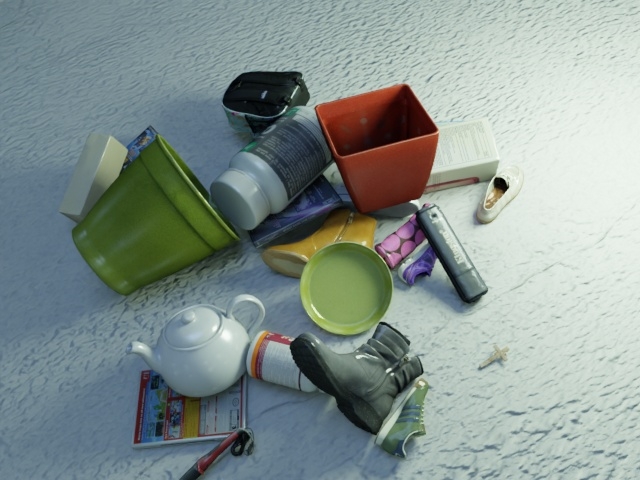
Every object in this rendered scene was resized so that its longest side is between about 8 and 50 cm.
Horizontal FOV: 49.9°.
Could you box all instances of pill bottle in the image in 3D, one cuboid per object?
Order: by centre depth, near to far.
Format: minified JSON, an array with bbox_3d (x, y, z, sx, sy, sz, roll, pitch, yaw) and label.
[{"bbox_3d":[-0.059,0.302,1.683,0.221,0.121,0.121,11,58,18],"label":"pill bottle"},{"bbox_3d":[-0.128,-0.205,1.950,0.204,0.204,0.361,28,57,27],"label":"pill bottle"}]

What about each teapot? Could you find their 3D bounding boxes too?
[{"bbox_3d":[-0.295,0.245,1.701,0.253,0.187,0.256,7,41,22],"label":"teapot"}]

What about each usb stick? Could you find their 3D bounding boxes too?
[{"bbox_3d":[0.339,0.033,1.789,0.077,0.045,0.278,-26,77,-9],"label":"usb stick"}]

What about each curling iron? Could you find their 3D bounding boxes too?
[{"bbox_3d":[-0.266,0.533,1.600,0.274,0.035,0.068,-35,90,-10],"label":"curling iron"}]

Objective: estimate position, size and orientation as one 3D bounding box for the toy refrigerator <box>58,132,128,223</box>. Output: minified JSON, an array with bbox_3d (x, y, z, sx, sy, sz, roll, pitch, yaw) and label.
[{"bbox_3d":[-0.702,-0.188,2.124,0.094,0.102,0.269,9,73,21],"label":"toy refrigerator"}]

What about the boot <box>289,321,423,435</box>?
[{"bbox_3d":[0.087,0.266,1.581,0.118,0.338,0.222,11,55,51],"label":"boot"}]

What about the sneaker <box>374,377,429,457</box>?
[{"bbox_3d":[0.212,0.417,1.591,0.086,0.064,0.192,34,66,20],"label":"sneaker"}]

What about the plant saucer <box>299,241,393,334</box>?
[{"bbox_3d":[0.067,0.124,1.786,0.241,0.037,0.240,0,84,3],"label":"plant saucer"}]

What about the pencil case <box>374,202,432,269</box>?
[{"bbox_3d":[0.238,-0.009,1.871,0.209,0.098,0.095,-37,101,-16],"label":"pencil case"}]

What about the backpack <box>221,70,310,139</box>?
[{"bbox_3d":[-0.177,-0.431,2.186,0.254,0.191,0.225,12,58,19],"label":"backpack"}]

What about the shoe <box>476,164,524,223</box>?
[{"bbox_3d":[0.509,-0.140,1.930,0.077,0.058,0.219,26,63,26],"label":"shoe"}]

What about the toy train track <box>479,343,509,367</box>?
[{"bbox_3d":[0.423,0.285,1.672,0.083,0.014,0.048,-32,62,-5],"label":"toy train track"}]

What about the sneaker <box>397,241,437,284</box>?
[{"bbox_3d":[0.286,0.057,1.841,0.170,0.068,0.071,-40,72,-8],"label":"sneaker"}]

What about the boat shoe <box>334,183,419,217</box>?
[{"bbox_3d":[0.157,-0.127,1.966,0.258,0.095,0.084,6,60,13],"label":"boat shoe"}]

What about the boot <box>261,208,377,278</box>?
[{"bbox_3d":[0.001,-0.001,1.912,0.295,0.104,0.211,7,51,10],"label":"boot"}]

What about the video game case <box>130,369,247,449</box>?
[{"bbox_3d":[-0.324,0.407,1.718,0.285,0.025,0.204,-7,54,5],"label":"video game case"}]

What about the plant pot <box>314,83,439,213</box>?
[{"bbox_3d":[0.154,-0.230,1.848,0.268,0.235,0.267,-14,42,-4],"label":"plant pot"}]

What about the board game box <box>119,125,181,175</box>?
[{"bbox_3d":[-0.573,-0.255,2.218,0.194,0.060,0.194,-37,57,-14],"label":"board game box"}]

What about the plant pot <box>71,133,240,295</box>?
[{"bbox_3d":[-0.472,-0.043,1.896,0.353,0.366,0.366,-37,56,-2],"label":"plant pot"}]

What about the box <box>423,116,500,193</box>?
[{"bbox_3d":[0.377,-0.241,1.971,0.233,0.127,0.148,-11,67,3],"label":"box"}]

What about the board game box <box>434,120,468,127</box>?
[{"bbox_3d":[0.390,-0.318,2.099,0.154,0.026,0.103,0,55,11],"label":"board game box"}]

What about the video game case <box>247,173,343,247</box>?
[{"bbox_3d":[-0.088,-0.092,1.976,0.274,0.026,0.196,-26,33,-3],"label":"video game case"}]
